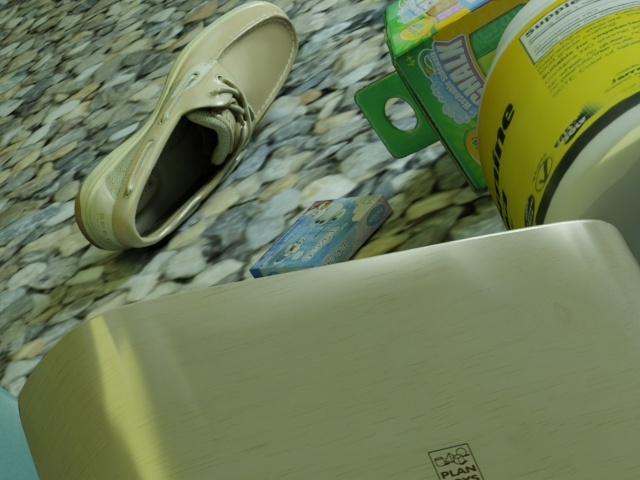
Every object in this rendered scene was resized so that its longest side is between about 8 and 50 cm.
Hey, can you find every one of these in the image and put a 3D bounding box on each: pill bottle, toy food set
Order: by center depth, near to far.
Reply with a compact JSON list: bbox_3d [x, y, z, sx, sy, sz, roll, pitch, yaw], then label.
[{"bbox_3d":[0.048,0.119,0.814,0.306,0.092,0.219,-11,55,-20],"label":"toy food set"},{"bbox_3d":[0.191,-0.044,1.088,0.188,0.188,0.334,-31,20,8],"label":"pill bottle"}]

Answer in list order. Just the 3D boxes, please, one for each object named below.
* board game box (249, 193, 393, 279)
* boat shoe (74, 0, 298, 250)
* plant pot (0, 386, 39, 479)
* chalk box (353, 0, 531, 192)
[{"bbox_3d":[0.000,0.000,1.513,0.090,0.020,0.090,-3,37,52],"label":"board game box"},{"bbox_3d":[-0.106,-0.107,1.796,0.098,0.109,0.302,6,50,52],"label":"boat shoe"},{"bbox_3d":[-0.222,0.193,1.127,0.165,0.234,0.165,-23,24,27],"label":"plant pot"},{"bbox_3d":[0.131,-0.136,1.458,0.213,0.132,0.132,-31,21,11],"label":"chalk box"}]
